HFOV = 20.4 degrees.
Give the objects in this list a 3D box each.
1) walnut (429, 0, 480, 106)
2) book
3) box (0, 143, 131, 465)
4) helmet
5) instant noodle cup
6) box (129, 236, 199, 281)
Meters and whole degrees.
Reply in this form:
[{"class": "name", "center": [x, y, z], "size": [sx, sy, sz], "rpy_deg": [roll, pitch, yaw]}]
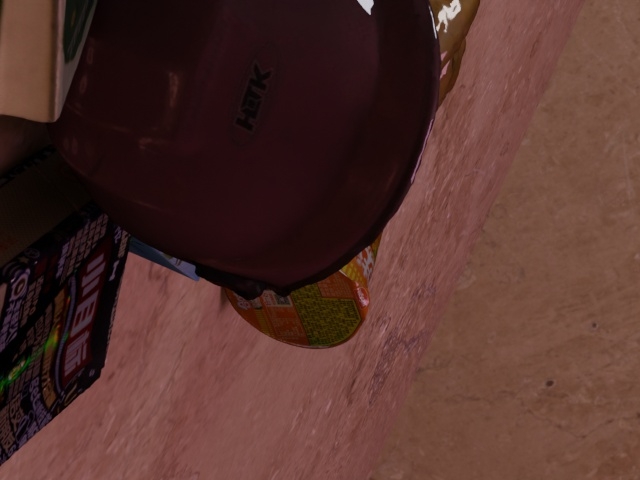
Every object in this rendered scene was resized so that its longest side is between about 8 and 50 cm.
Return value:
[{"class": "walnut", "center": [0.030, -0.202, 1.598], "size": [0.257, 0.257, 0.224], "rpy_deg": [-57, 132, -32]}, {"class": "book", "center": [-0.139, -0.285, 1.017], "size": [0.260, 0.043, 0.371], "rpy_deg": [-82, -179, -45]}, {"class": "box", "center": [-0.251, 0.075, 1.283], "size": [0.310, 0.084, 0.198], "rpy_deg": [-45, 155, -55]}, {"class": "helmet", "center": [-0.077, -0.113, 1.215], "size": [0.271, 0.197, 0.338], "rpy_deg": [-69, -157, 7]}, {"class": "instant noodle cup", "center": [0.000, 0.000, 1.986], "size": [0.168, 0.168, 0.185], "rpy_deg": [98, 12, -48]}, {"class": "box", "center": [-0.132, -0.062, 1.506], "size": [0.142, 0.083, 0.232], "rpy_deg": [-65, 165, -7]}]
